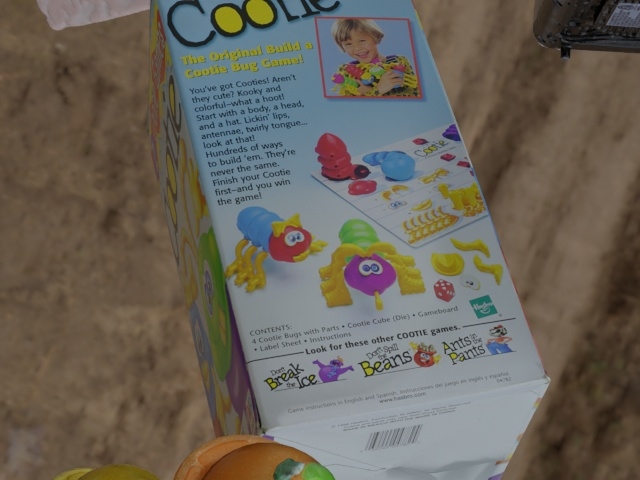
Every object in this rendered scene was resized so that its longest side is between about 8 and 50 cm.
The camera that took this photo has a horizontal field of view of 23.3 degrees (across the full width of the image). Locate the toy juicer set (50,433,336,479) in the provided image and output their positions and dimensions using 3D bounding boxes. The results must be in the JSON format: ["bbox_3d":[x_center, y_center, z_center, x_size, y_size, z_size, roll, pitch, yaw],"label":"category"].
[{"bbox_3d":[-0.143,0.141,0.598,0.209,0.329,0.090,-68,137,-69],"label":"toy juicer set"}]

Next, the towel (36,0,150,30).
[{"bbox_3d":[-0.239,-0.394,1.615,0.053,0.317,0.332,-39,113,-41],"label":"towel"}]

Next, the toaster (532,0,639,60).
[{"bbox_3d":[0.190,-0.153,0.738,0.186,0.168,0.110,71,22,-83],"label":"toaster"}]

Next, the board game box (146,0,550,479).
[{"bbox_3d":[0.000,0.000,0.837,0.144,0.275,0.142,-8,149,-13],"label":"board game box"}]
